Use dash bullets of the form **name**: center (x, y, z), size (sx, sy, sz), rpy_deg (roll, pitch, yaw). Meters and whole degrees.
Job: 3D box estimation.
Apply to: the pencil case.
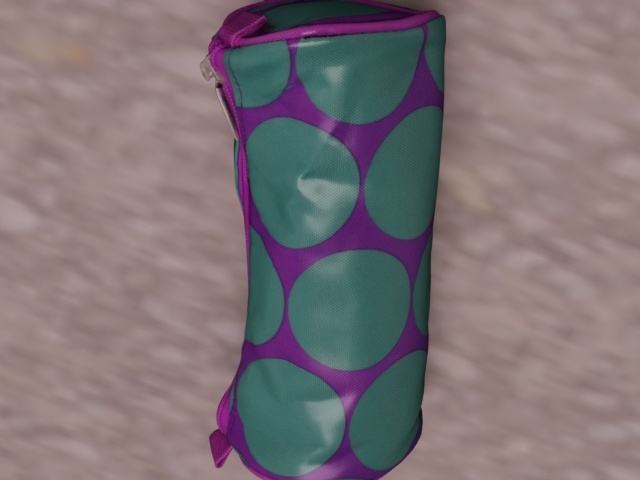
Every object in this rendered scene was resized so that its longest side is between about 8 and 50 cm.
- **pencil case**: center (0.000, 0.000, 0.439), size (0.070, 0.064, 0.152), rpy_deg (-4, 114, -9)
